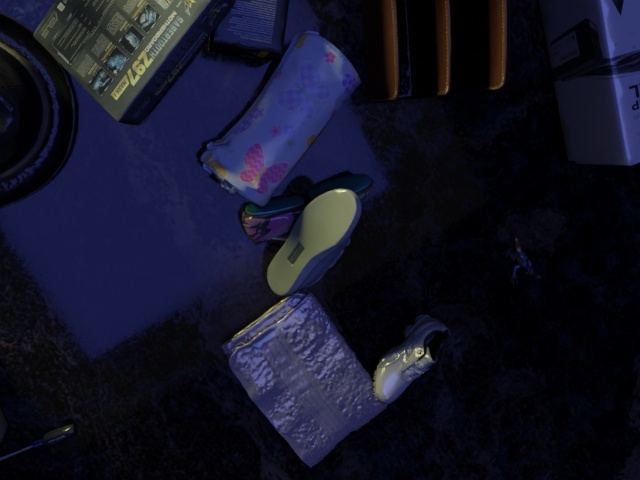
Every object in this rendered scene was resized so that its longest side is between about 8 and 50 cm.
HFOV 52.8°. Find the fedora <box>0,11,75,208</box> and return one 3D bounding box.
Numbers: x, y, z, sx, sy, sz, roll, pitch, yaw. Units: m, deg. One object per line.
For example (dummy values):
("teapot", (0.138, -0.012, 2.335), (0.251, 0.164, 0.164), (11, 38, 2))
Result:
("fedora", (-0.507, -0.176, 0.853), (0.334, 0.152, 0.334), (-3, 101, -14))

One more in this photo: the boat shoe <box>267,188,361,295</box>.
("boat shoe", (0.000, 0.001, 1.014), (0.079, 0.081, 0.227), (54, 126, 20))

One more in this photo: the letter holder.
("letter holder", (0.164, -0.367, 0.958), (0.152, 0.214, 0.302), (-9, 102, -13))

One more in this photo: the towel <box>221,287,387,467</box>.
("towel", (-0.022, 0.235, 1.103), (0.187, 0.049, 0.282), (-37, 106, -5))

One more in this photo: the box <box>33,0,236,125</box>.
("box", (-0.255, -0.304, 0.881), (0.183, 0.059, 0.233), (44, 104, 9))

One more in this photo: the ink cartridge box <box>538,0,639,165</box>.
("ink cartridge box", (0.548, -0.352, 1.084), (0.285, 0.166, 0.395), (-19, 104, -10))

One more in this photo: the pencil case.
("pencil case", (-0.061, -0.183, 0.987), (0.124, 0.113, 0.273), (39, 89, 0))

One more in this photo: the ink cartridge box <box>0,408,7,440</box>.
("ink cartridge box", (-0.579, 0.223, 0.936), (0.158, 0.092, 0.218), (-19, 102, -10))

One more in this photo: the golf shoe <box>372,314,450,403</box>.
("golf shoe", (0.157, 0.207, 1.110), (0.069, 0.086, 0.176), (38, 78, -21))

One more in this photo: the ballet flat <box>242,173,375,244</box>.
("ballet flat", (-0.016, -0.045, 1.050), (0.221, 0.077, 0.079), (-17, 122, -6))

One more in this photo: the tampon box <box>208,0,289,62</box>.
("tampon box", (-0.101, -0.354, 0.942), (0.101, 0.120, 0.161), (7, 98, -14))

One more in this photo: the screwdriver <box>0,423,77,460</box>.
("screwdriver", (-0.468, 0.328, 1.020), (0.170, 0.024, 0.025), (-18, 133, -9))

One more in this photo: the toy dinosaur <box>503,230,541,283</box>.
("toy dinosaur", (0.376, 0.038, 1.176), (0.082, 0.047, 0.090), (22, 83, -35))
